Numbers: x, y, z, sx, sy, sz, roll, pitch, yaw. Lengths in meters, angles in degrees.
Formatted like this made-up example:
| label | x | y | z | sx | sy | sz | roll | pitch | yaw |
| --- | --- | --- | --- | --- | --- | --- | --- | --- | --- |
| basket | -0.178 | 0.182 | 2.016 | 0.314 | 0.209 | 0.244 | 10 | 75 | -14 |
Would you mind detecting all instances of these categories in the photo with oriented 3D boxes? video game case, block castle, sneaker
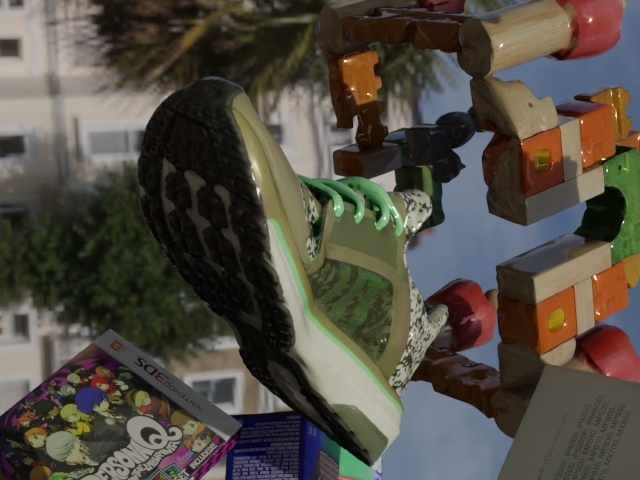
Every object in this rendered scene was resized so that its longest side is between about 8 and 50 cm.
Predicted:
| label | x | y | z | sx | sy | sz | roll | pitch | yaw |
| --- | --- | --- | --- | --- | --- | --- | --- | --- | --- |
| video game case | -0.239 | 0.227 | 1.356 | 0.210 | 0.232 | 0.042 | 33 | -44 | 18 |
| block castle | 0.181 | -0.053 | 1.246 | 0.303 | 0.213 | 0.453 | 18 | -57 | 51 |
| sneaker | 0.000 | 0.000 | 0.920 | 0.158 | 0.182 | 0.410 | 29 | -23 | 34 |

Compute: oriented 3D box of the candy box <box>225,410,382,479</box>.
| label | x | y | z | sx | sy | sz | roll | pitch | yaw |
| --- | --- | --- | --- | --- | --- | --- | --- | --- | --- |
| candy box | -0.018 | 0.403 | 1.536 | 0.268 | 0.122 | 0.317 | 41 | 47 | -58 |

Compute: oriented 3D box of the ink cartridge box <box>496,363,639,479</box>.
| label | x | y | z | sx | sy | sz | roll | pitch | yaw |
| --- | --- | --- | --- | --- | --- | --- | --- | --- | --- |
| ink cartridge box | 0.379 | 0.260 | 1.037 | 0.384 | 0.279 | 0.160 | 7 | -115 | 47 |
